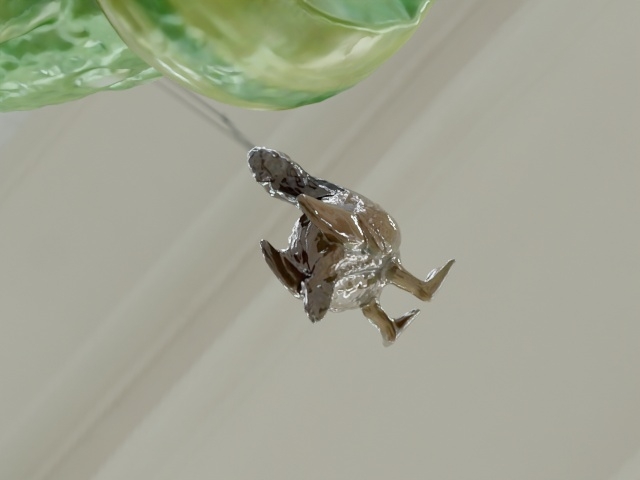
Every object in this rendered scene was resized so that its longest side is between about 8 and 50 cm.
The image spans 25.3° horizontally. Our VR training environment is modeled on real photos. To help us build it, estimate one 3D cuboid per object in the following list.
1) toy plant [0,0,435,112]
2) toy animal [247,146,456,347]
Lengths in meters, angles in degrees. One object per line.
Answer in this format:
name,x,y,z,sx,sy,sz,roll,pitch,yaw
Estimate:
toy plant,-0.104,-0.130,0.734,0.316,0.224,0.184,-17,-94,45
toy animal,0.000,0.000,1.031,0.179,0.188,0.089,41,-68,5
